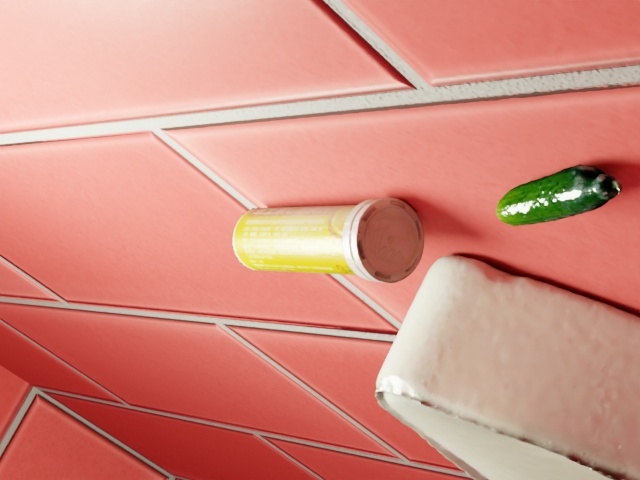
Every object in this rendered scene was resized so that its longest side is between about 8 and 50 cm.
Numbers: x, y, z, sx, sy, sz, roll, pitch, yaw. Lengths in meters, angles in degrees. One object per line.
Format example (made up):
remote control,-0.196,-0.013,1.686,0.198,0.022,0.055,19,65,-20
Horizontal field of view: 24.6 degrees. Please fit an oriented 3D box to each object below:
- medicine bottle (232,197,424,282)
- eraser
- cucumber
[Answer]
medicine bottle,0.000,0.000,1.330,0.074,0.074,0.218,38,160,-28
eraser,0.206,0.142,1.308,0.331,0.150,0.331,23,162,8
cucumber,0.176,-0.033,1.057,0.037,0.037,0.155,33,162,-17
